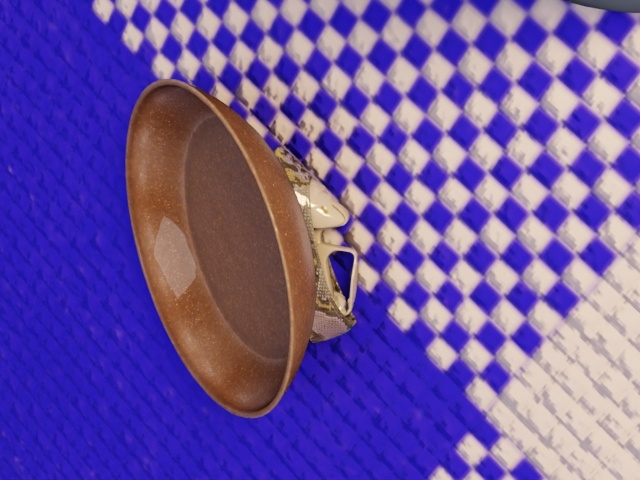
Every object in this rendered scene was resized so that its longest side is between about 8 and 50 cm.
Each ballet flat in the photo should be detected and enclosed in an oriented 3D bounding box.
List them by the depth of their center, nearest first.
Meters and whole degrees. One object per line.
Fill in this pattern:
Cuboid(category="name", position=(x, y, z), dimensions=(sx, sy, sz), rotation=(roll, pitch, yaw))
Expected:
Cuboid(category="ballet flat", position=(0.000, 0.000, 0.651), dimensions=(0.041, 0.041, 0.114), rotation=(-5, 100, 39))

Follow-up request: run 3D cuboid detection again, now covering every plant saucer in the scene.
Cuboid(category="plant saucer", position=(-0.055, 0.002, 0.660), dimensions=(0.198, 0.036, 0.198), rotation=(35, 133, 49))

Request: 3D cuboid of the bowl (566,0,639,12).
Cuboid(category="bowl", position=(0.097, -0.235, 0.421), dimensions=(0.312, 0.163, 0.311), rotation=(12, 111, 35))
